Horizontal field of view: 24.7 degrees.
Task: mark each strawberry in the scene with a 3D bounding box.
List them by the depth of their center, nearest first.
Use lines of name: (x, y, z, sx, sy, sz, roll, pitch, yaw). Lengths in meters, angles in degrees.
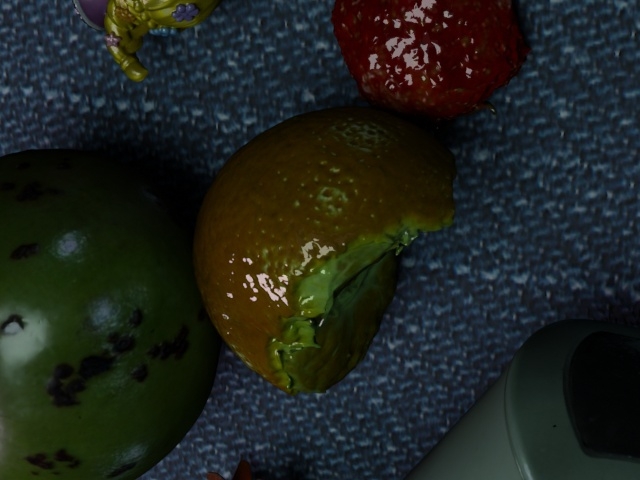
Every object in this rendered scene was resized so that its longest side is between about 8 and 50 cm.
strawberry: (0.075, -0.163, 1.036, 0.147, 0.082, 0.187, 3, 108, 16)

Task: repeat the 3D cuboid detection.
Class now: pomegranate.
pomegranate: (-0.224, 0.077, 1.124, 0.291, 0.323, 0.290, 6, 105, 24)

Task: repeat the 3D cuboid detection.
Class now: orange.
orange: (-0.004, -0.005, 1.058, 0.158, 0.179, 0.237, 42, 150, 10)

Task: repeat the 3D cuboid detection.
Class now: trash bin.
trash bin: (0.157, 0.258, 1.048, 0.280, 0.280, 0.432, 43, 124, 4)

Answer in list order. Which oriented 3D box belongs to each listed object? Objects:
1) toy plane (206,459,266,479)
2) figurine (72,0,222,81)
toy plane: (-0.018, 0.257, 1.253, 0.189, 0.061, 0.130, 30, 144, 8)
figurine: (-0.111, -0.183, 1.094, 0.156, 0.095, 0.115, -8, 96, 32)
